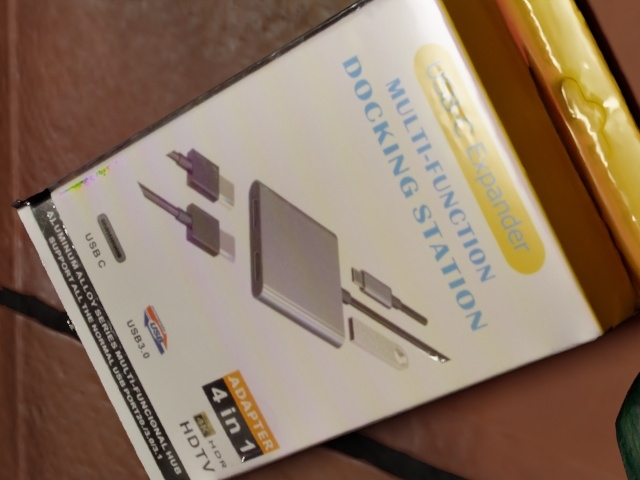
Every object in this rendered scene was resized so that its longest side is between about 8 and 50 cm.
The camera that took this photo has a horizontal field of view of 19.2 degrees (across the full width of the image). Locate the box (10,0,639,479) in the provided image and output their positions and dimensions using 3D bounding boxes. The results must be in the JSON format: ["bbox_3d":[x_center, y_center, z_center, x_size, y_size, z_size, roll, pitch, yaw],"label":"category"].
[{"bbox_3d":[0.000,0.000,0.637,0.247,0.033,0.129,-27,89,42],"label":"box"}]

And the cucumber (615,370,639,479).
[{"bbox_3d":[0.121,0.082,0.563,0.048,0.048,0.105,-38,82,42],"label":"cucumber"}]
